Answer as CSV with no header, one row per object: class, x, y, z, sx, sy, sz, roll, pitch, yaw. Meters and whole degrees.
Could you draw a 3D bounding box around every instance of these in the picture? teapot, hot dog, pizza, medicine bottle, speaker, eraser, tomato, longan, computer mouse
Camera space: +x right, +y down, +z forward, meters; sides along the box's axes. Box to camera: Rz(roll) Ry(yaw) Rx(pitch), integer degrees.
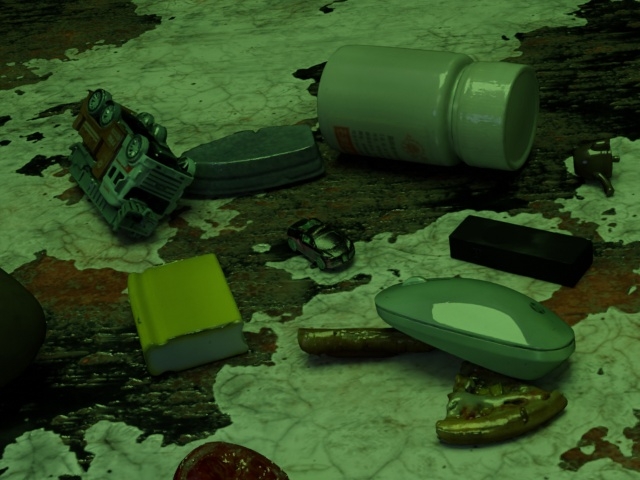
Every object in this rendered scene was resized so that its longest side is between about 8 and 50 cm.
teapot,0.484,-0.129,2.060,0.080,0.085,0.110,-5,52,8
hot dog,0.073,0.149,1.740,0.215,0.047,0.066,-1,2,2
pizza,0.239,0.209,1.619,0.184,0.036,0.176,-8,32,0
medicine bottle,0.198,-0.246,2.183,0.371,0.211,0.211,10,37,26
speaker,0.321,0.013,1.900,0.218,0.044,0.082,15,39,32
eraser,-0.213,0.112,1.847,0.158,0.069,0.226,-13,32,-11
tomato,-0.114,0.331,1.464,0.159,0.091,0.139,15,40,-13
longan,-0.531,0.127,1.761,0.248,0.248,0.248,-6,32,4
computer mouse,0.222,0.103,1.674,0.288,0.097,0.159,24,23,22

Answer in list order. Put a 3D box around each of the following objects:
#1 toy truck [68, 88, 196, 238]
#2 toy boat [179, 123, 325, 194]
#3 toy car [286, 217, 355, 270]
toy truck,-0.361,-0.133,2.191,0.133,0.184,0.338,24,15,-41
toy boat,-0.135,-0.146,2.228,0.283,0.078,0.127,-10,35,-5
toy car,0.000,0.000,1.986,0.069,0.055,0.142,-29,36,-24
